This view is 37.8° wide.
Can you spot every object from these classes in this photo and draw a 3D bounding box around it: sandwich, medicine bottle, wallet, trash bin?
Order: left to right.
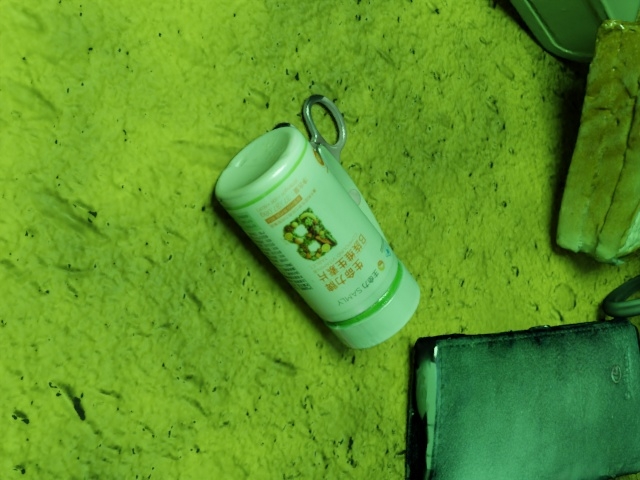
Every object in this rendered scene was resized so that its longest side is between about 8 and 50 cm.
[{"bbox_3d":[0.000,0.000,0.772,0.183,0.086,0.086,50,60,-27],"label":"medicine bottle"},{"bbox_3d":[0.231,0.182,0.987,0.379,0.046,0.191,0,91,-41],"label":"wallet"},{"bbox_3d":[0.279,-0.345,0.971,0.243,0.121,0.247,33,70,-52],"label":"trash bin"},{"bbox_3d":[0.381,-0.127,1.029,0.301,0.099,0.271,-25,135,-43],"label":"sandwich"}]

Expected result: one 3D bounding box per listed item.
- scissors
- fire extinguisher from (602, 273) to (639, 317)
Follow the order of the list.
[{"bbox_3d":[0.021,-0.042,0.831,0.085,0.022,0.176,-46,114,-32],"label":"scissors"},{"bbox_3d":[0.462,0.034,1.095,0.113,0.200,0.376,51,34,11],"label":"fire extinguisher"}]
